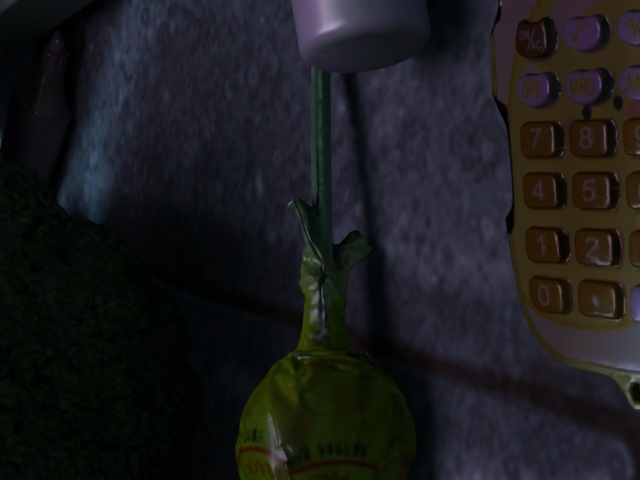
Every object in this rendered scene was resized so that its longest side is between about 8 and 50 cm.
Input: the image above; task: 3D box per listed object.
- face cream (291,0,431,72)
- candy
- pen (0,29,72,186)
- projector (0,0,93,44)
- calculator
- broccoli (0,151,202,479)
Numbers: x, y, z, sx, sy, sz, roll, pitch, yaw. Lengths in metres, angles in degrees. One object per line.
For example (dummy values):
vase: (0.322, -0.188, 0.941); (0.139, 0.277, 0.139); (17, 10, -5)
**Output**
face cream: (0.001, -0.204, 0.726); (0.082, 0.082, 0.269); (-27, 68, 57)
candy: (0.002, 0.001, 0.756); (0.073, 0.077, 0.262); (115, 156, -71)
pen: (-0.194, -0.058, 1.110); (0.053, 0.032, 0.197); (62, 142, 40)
projector: (-0.163, -0.270, 1.000); (0.259, 0.079, 0.257); (-17, 72, 60)
calculator: (0.113, -0.058, 0.586); (0.157, 0.033, 0.237); (5, 97, 59)
broccoli: (-0.216, 0.096, 0.840); (0.321, 0.309, 0.413); (107, 164, -47)
